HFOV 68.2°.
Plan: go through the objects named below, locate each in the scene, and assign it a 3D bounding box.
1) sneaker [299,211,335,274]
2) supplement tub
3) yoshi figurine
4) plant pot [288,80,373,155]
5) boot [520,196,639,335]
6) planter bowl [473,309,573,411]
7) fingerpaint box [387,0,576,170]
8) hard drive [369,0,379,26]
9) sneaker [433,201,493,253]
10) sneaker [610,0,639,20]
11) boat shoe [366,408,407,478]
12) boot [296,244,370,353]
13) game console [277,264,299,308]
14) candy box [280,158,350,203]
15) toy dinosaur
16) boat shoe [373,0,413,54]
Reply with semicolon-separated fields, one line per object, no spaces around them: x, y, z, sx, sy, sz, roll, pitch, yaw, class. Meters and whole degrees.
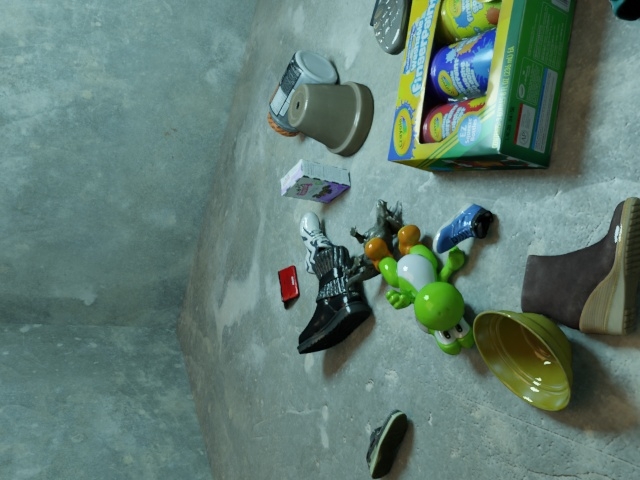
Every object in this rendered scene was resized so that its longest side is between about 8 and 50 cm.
0.000;0.000;1.711;0.153;0.094;0.234;-19;67;57;sneaker
-0.085;-0.579;1.897;0.316;0.194;0.193;-50;43;45;supplement tub
0.250;0.100;1.149;0.203;0.203;0.362;-57;40;27;yoshi figurine
0.019;-0.446;1.647;0.263;0.229;0.262;-25;60;56;plant pot
0.469;0.040;0.866;0.207;0.090;0.248;14;99;59;boot
0.406;0.206;0.904;0.217;0.090;0.217;48;157;28;planter bowl
0.355;-0.394;1.100;0.371;0.163;0.444;14;95;61;fingerpaint box
0.217;-0.768;1.579;0.135;0.022;0.094;37;116;57;hard drive
0.337;-0.019;1.106;0.152;0.058;0.085;-45;35;-6;sneaker
0.541;-0.472;0.845;0.121;0.108;0.302;-60;37;27;sneaker
0.170;0.547;1.292;0.073;0.080;0.223;40;122;51;boat shoe
0.014;0.205;1.590;0.348;0.131;0.260;-45;52;33;boot
-0.130;0.195;1.977;0.124;0.085;0.143;-24;58;21;game console
-0.020;-0.206;1.689;0.165;0.196;0.070;-33;55;54;candy box
0.158;0.039;1.376;0.121;0.160;0.313;29;113;53;toy dinosaur
0.247;-0.702;1.405;0.132;0.130;0.355;-21;59;54;boat shoe
